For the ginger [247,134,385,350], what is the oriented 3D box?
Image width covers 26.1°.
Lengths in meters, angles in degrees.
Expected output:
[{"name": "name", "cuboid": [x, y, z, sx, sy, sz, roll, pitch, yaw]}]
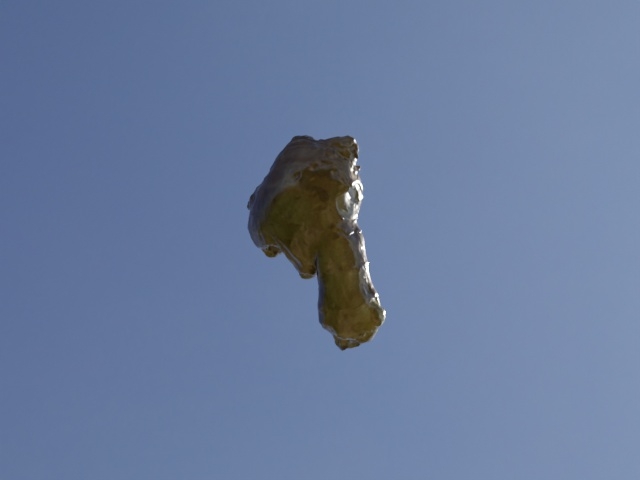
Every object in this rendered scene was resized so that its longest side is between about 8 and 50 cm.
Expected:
[{"name": "ginger", "cuboid": [-0.008, 0.001, 1.017, 0.096, 0.067, 0.165, -14, -104, 22]}]
